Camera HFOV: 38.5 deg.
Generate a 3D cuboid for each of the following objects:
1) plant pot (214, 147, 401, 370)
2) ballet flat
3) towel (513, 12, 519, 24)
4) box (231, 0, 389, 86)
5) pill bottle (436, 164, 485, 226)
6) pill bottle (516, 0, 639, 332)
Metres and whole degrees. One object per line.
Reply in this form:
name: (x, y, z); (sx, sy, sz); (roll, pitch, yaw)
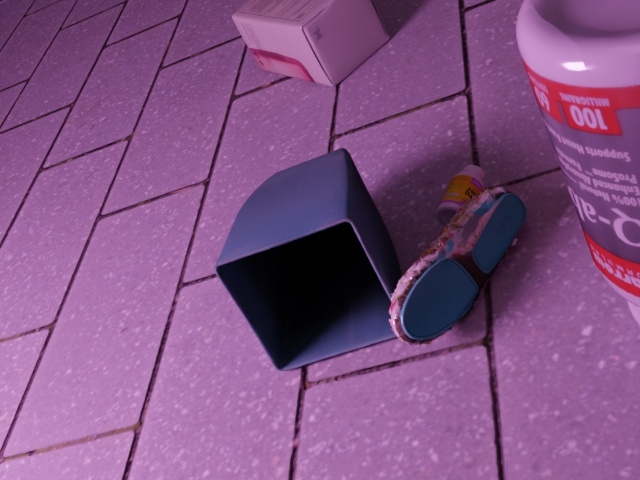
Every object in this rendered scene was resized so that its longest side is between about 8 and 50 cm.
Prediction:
plant pot: (0.000, 0.000, 1.098); (0.165, 0.165, 0.234); (-19, 31, 17)
ballet flat: (0.145, 0.031, 1.026); (0.241, 0.091, 0.077); (-43, 19, -28)
towel: (0.374, -0.362, 1.379); (0.148, 0.027, 0.110); (2, 46, 40)
box: (-0.020, -0.374, 1.603); (0.148, 0.127, 0.232); (-42, 36, -17)
pill bottle: (0.176, -0.055, 1.130); (0.043, 0.043, 0.083); (0, 45, 37)
pill bottle: (0.311, -0.065, 0.758); (0.210, 0.363, 0.210); (-20, 36, 15)
